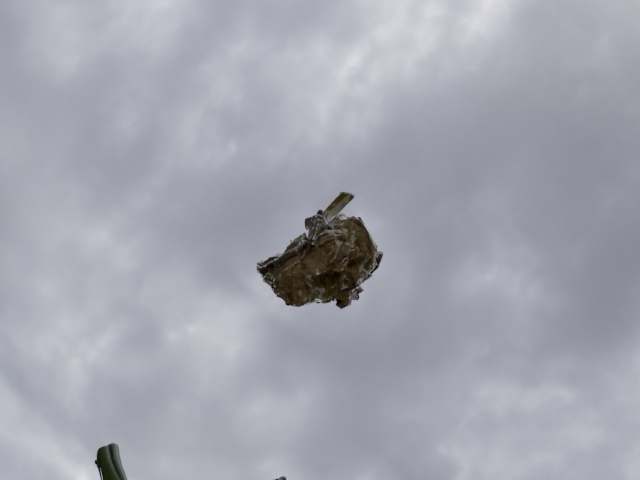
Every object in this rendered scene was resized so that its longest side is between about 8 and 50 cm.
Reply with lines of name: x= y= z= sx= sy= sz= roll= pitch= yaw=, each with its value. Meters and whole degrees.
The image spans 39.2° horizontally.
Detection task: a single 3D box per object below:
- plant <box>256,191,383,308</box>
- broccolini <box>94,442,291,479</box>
plant: x=0.000 y=0.000 z=0.852 sx=0.117 sy=0.121 sz=0.104 roll=-4 pitch=-37 yaw=8
broccolini: x=-0.114 y=0.237 z=0.830 sx=0.272 sy=0.123 sz=0.062 roll=24 pitch=-27 yaw=37
